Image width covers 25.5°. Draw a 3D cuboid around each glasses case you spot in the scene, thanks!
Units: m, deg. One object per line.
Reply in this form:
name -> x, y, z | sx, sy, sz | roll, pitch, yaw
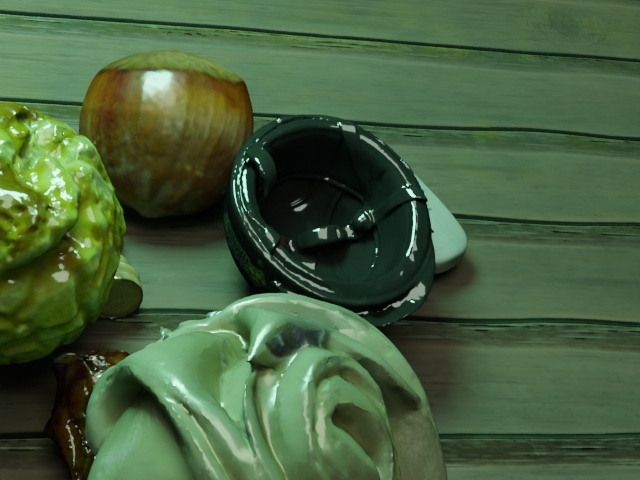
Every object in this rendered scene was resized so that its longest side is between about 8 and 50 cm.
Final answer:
glasses case -> 0.088, -0.049, 1.766 | 0.092, 0.059, 0.233 | -25, 59, -31

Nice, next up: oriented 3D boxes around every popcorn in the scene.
popcorn -> -0.330, -0.012, 1.462 | 0.282, 0.247, 0.282 | -12, 42, 11

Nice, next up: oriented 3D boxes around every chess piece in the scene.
chess piece -> -0.242, 0.024, 1.604 | 0.066, 0.066, 0.122 | -2, 43, -18

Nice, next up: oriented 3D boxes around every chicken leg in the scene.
chicken leg -> -0.219, 0.246, 1.400 | 0.113, 0.093, 0.304 | 1, 56, -9

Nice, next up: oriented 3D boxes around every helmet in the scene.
helmet -> 0.000, 0.000, 1.629 | 0.230, 0.160, 0.279 | -16, 70, -28

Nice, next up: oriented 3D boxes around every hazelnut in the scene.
hazelnut -> -0.184, -0.128, 1.681 | 0.214, 0.176, 0.214 | 1, 76, -4

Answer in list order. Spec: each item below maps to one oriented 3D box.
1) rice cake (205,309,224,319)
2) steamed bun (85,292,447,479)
rice cake -> -0.076, 0.164, 1.544 | 0.043, 0.034, 0.211 | -10, 53, -21
steamed bun -> -0.038, 0.203, 1.325 | 0.368, 0.255, 0.342 | -17, 74, -38
